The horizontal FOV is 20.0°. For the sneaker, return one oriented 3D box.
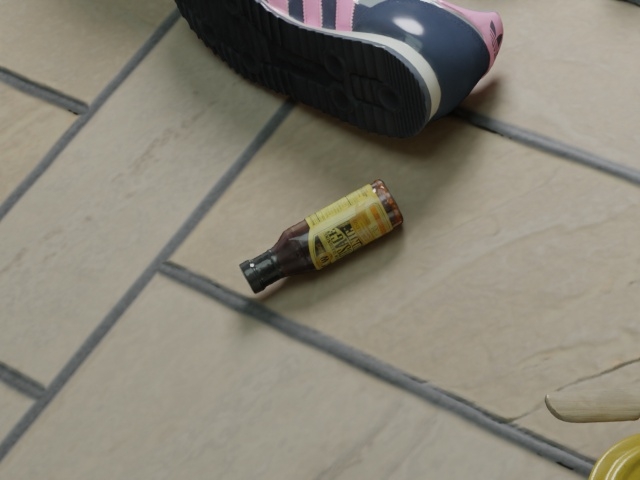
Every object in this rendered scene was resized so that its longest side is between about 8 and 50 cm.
[{"bbox_3d":[0.009,-0.185,1.499,0.131,0.112,0.319,-35,50,-30],"label":"sneaker"}]

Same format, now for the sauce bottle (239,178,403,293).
[{"bbox_3d":[0.000,0.000,1.382,0.128,0.042,0.042,-30,49,0],"label":"sauce bottle"}]

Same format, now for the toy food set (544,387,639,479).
[{"bbox_3d":[0.224,0.192,1.131,0.128,0.071,0.218,-7,49,-15],"label":"toy food set"}]
